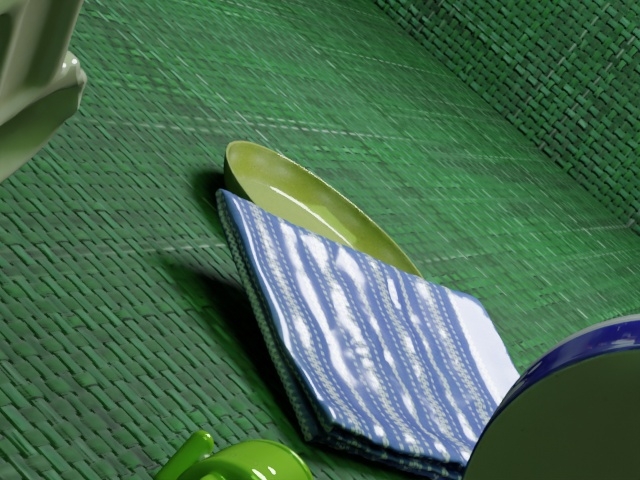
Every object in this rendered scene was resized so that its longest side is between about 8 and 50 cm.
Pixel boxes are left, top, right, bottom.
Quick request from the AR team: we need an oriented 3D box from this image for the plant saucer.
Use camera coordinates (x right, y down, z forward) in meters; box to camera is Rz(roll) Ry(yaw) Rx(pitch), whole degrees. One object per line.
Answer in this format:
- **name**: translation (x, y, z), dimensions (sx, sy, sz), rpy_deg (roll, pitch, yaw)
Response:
- **plant saucer**: translation (0.000, 0.000, 1.444), dimensions (0.241, 0.037, 0.241), rpy_deg (37, 15, -12)

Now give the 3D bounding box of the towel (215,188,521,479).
- **towel**: translation (0.071, 0.092, 1.267), dimensions (0.336, 0.040, 0.243), rpy_deg (24, 32, -44)

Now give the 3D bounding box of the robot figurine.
- **robot figurine**: translation (-0.042, 0.147, 0.874), dimensions (0.101, 0.067, 0.115), rpy_deg (38, 14, 13)

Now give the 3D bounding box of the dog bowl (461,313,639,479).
- **dog bowl**: translation (0.221, 0.183, 1.008), dimensions (0.265, 0.265, 0.104), rpy_deg (41, 17, 8)

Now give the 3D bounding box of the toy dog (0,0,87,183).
- **toy dog**: translation (-0.346, -0.175, 0.791), dimensions (0.408, 0.395, 0.284), rpy_deg (41, -29, 7)
